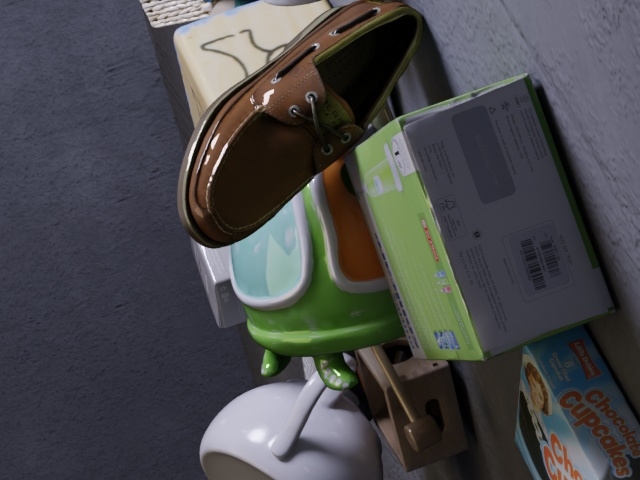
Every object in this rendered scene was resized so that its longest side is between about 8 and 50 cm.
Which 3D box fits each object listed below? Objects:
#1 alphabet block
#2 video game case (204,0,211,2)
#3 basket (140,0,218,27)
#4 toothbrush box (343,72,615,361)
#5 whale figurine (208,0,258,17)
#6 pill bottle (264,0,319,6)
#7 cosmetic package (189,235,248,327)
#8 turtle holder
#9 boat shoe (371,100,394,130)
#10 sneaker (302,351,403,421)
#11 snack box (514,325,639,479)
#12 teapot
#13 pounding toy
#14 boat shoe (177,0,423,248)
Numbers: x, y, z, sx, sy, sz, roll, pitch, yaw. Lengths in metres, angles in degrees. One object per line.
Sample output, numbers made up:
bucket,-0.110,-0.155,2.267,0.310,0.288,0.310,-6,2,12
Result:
alphabet block,-0.043,-0.148,1.941,0.197,0.192,0.193,-117,10,-45
video game case,-0.136,-0.407,2.280,0.166,0.015,0.119,114,172,-76
basket,-0.201,-0.391,2.429,0.167,0.113,0.103,-76,-27,-56
toothbrush box,0.126,-0.011,1.443,0.283,0.122,0.206,153,97,-80
whale figurine,-0.097,-0.251,2.321,0.216,0.141,0.272,91,-177,-64
pill bottle,-0.038,-0.360,1.633,0.136,0.136,0.246,-125,18,-59
cosmetic package,-0.032,-0.001,2.030,0.107,0.238,0.127,87,164,-51
turtle holder,0.019,-0.005,1.727,0.320,0.243,0.227,-112,3,-75
boat shoe,0.057,-0.169,1.788,0.056,0.048,0.153,-100,1,-68
sneaker,0.033,0.096,2.206,0.126,0.127,0.321,-129,26,-60
snack box,0.257,0.248,1.401,0.187,0.060,0.322,85,163,-55
teapot,-0.013,0.257,2.078,0.256,0.187,0.252,1,135,54
pounding toy,0.117,0.174,1.952,0.206,0.094,0.181,-126,18,-59
boat shoe,-0.016,-0.120,1.540,0.104,0.307,0.111,-5,134,51
